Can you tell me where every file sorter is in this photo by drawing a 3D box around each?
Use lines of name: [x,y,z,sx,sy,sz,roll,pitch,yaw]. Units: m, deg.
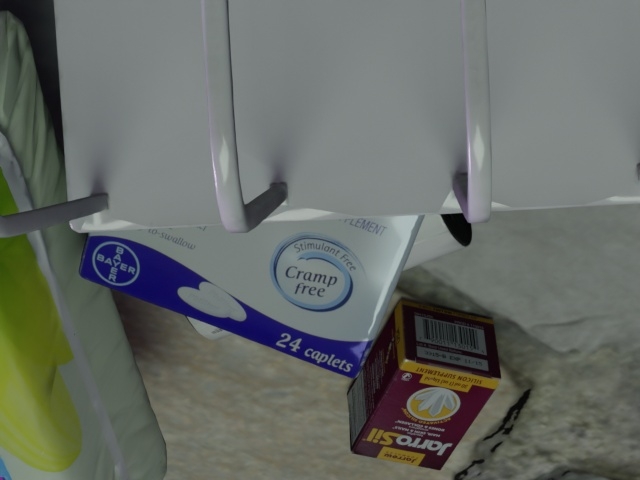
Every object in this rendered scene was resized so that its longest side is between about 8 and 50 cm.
file sorter: [0.041,-0.099,0.422,0.278,0.173,0.192,-3,95,3]

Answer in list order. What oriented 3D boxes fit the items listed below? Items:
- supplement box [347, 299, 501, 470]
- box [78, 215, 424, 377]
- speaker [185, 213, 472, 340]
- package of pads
supplement box: [0.053,0.077,0.746,0.055,0.043,0.083,12,134,-13]
box: [-0.017,-0.034,0.576,0.126,0.072,0.137,20,119,2]
speaker: [0.000,0.000,0.661,0.136,0.055,0.055,-22,131,20]
package of pads: [-0.212,0.028,0.628,0.229,0.101,0.296,6,136,16]
